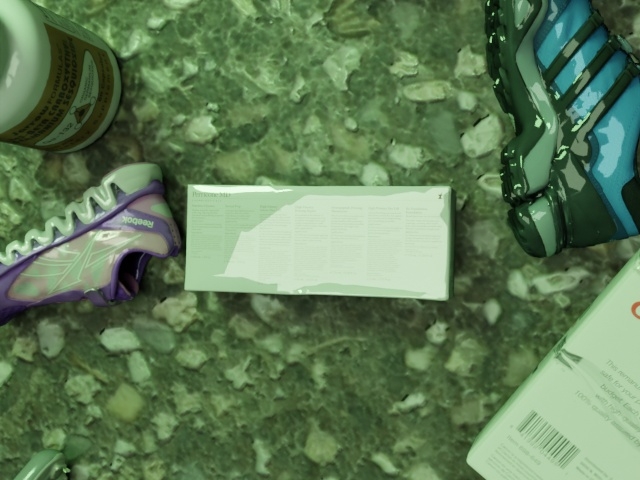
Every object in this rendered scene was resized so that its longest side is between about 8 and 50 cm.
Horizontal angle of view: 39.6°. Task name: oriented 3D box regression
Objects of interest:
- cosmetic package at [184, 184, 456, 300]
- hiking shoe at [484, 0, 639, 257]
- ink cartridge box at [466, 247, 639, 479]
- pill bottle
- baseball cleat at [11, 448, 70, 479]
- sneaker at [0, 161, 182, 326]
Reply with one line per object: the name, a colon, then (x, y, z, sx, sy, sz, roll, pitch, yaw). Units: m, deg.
cosmetic package: (0.000, 0.000, 0.799, 0.238, 0.060, 0.099, 2, 91, 15)
hiking shoe: (0.210, -0.141, 0.735, 0.132, 0.113, 0.304, -6, 95, 4)
ink cartridge box: (0.246, 0.134, 0.692, 0.158, 0.092, 0.218, 40, 114, 12)
pill bottle: (-0.286, -0.154, 0.792, 0.131, 0.229, 0.131, 0, 89, 15)
baseball cleat: (-0.334, 0.275, 0.875, 0.109, 0.072, 0.206, 34, 93, 20)
sneaker: (-0.229, 0.027, 0.847, 0.236, 0.095, 0.105, -33, 88, 11)
